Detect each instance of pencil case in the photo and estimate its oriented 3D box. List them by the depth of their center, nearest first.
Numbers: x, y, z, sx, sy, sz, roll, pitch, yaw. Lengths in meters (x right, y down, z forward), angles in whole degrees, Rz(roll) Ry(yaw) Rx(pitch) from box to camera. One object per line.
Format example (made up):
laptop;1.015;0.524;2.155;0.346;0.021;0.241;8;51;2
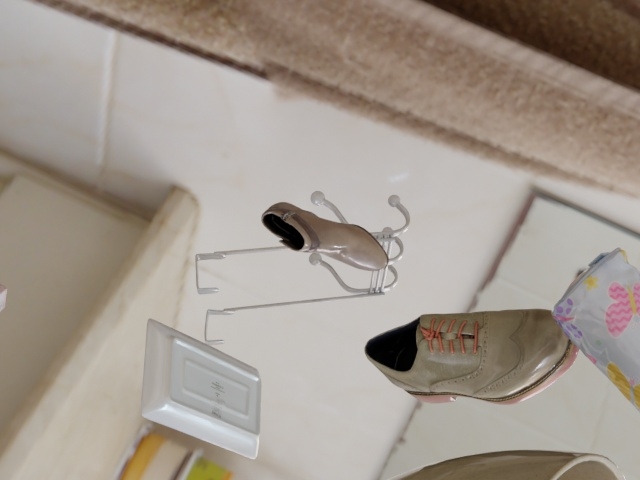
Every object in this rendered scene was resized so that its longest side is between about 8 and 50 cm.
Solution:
pencil case;0.391;0.134;1.306;0.124;0.273;0.113;-39;166;-24

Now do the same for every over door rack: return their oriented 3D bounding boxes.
over door rack;-0.036;0.033;1.721;0.239;0.324;0.108;92;-19;-65

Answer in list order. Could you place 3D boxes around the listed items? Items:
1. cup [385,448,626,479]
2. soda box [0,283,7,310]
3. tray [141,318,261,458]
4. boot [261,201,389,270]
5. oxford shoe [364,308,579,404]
cup;0.157;0.363;1.216;0.331;0.236;0.331;-12;106;-49
soda box;-0.594;0.058;1.846;0.063;0.183;0.058;-48;168;-38
tray;-0.159;0.217;1.662;0.270;0.030;0.145;34;49;-50
boot;0.000;0.000;1.099;0.087;0.118;0.042;-10;125;-65
oxford shoe;0.198;0.153;1.568;0.348;0.130;0.123;-23;-131;48
